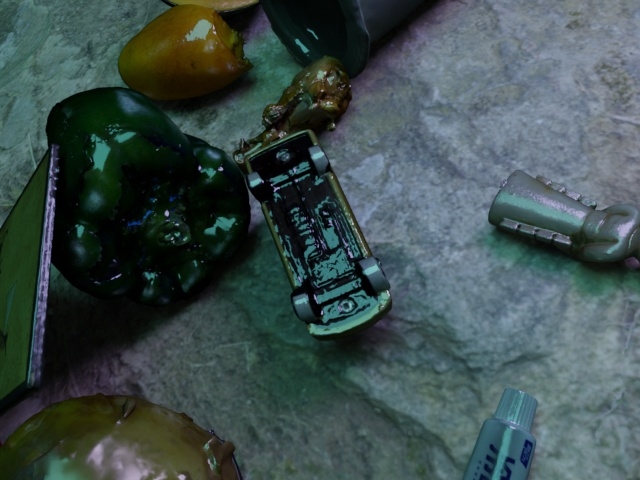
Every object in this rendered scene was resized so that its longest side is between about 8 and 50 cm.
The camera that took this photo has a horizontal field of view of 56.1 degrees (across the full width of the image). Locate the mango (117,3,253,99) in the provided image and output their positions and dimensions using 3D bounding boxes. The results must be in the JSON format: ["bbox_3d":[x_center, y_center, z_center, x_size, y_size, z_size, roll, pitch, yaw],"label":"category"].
[{"bbox_3d":[-0.236,-0.303,0.984,0.252,0.126,0.154,-1,67,30],"label":"mango"}]

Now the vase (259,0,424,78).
[{"bbox_3d":[0.076,-0.412,0.897,0.291,0.245,0.245,-40,52,-19],"label":"vase"}]

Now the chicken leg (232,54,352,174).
[{"bbox_3d":[-0.037,-0.169,0.846,0.207,0.085,0.101,-43,40,0],"label":"chicken leg"}]

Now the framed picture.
[{"bbox_3d":[-0.363,0.076,0.686,0.338,0.014,0.255,-30,57,44],"label":"framed picture"}]

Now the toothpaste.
[{"bbox_3d":[0.126,0.269,0.508,0.074,0.048,0.297,14,66,28],"label":"toothpaste"}]

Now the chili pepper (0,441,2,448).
[{"bbox_3d":[-0.366,0.324,0.636,0.071,0.063,0.272,-33,47,17],"label":"chili pepper"}]

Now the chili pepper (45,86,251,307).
[{"bbox_3d":[-0.237,-0.060,0.753,0.233,0.248,0.256,-48,44,0],"label":"chili pepper"}]

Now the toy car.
[{"bbox_3d":[0.000,0.000,0.692,0.101,0.124,0.257,-25,61,3],"label":"toy car"}]

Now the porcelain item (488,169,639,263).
[{"bbox_3d":[0.290,-0.010,0.632,0.213,0.054,0.084,26,71,33],"label":"porcelain item"}]

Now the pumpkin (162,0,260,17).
[{"bbox_3d":[-0.159,-0.462,1.085,0.169,0.148,0.312,45,69,1],"label":"pumpkin"}]

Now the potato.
[{"bbox_3d":[-0.219,0.282,0.533,0.246,0.196,0.300,7,61,26],"label":"potato"}]
